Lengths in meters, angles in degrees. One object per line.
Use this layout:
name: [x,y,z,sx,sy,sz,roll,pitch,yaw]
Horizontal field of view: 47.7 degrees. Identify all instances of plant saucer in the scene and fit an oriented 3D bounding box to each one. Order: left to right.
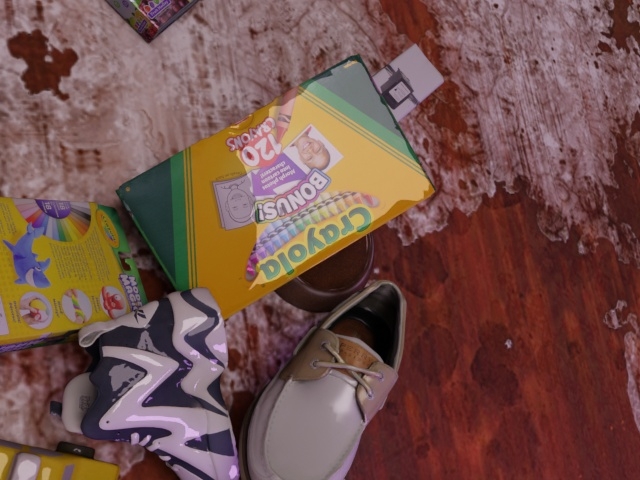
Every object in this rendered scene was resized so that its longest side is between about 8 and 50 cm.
plant saucer: [0.000,0.000,0.857,0.168,0.029,0.168,8,73,-28]

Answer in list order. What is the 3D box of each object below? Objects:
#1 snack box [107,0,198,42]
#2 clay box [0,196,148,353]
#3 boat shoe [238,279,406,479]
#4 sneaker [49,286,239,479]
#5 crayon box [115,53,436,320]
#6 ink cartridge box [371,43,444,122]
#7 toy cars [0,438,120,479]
snack box: [-0.182,-0.307,0.825,0.100,0.037,0.141,44,59,-12]
clay box: [-0.254,0.029,0.633,0.222,0.053,0.127,2,65,-61]
boat shoe: [0.012,0.135,0.708,0.113,0.103,0.302,31,32,-1]
sneaker: [-0.161,0.164,0.659,0.153,0.094,0.234,-9,117,-20]
crayon box: [-0.044,-0.049,0.750,0.278,0.081,0.165,-31,95,-8]
ink cartridge box: [0.065,-0.163,0.891,0.063,0.109,0.150,50,58,-6]
toy cars: [-0.312,0.122,0.600,0.176,0.087,0.393,-34,95,-33]
